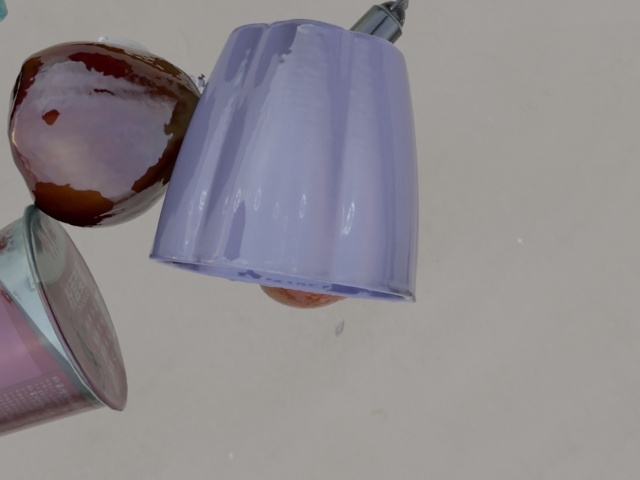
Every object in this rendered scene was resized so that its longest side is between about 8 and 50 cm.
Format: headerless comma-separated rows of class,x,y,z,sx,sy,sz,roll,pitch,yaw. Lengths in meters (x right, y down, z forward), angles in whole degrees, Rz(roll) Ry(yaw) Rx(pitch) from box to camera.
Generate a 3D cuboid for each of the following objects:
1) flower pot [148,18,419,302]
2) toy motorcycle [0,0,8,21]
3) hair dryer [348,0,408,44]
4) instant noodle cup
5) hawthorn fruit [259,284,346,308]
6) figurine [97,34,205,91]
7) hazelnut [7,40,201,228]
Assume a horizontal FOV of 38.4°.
flower pot,-0.013,-0.072,0.902,0.265,0.265,0.243,11,82,-6
toy motorcycle,-0.583,-0.360,1.425,0.296,0.198,0.109,7,130,38
hair dryer,0.098,-0.342,1.703,0.078,0.248,0.195,43,87,11
instant noodle cup,-0.327,0.101,0.954,0.178,0.235,0.235,-23,109,-3
hawthorn fruit,0.000,0.000,1.191,0.189,0.189,0.189,-1,110,-2
figurine,-0.317,-0.263,1.534,0.182,0.256,0.145,-33,139,-31
hazelnut,-0.214,-0.116,0.960,0.208,0.208,0.208,-1,110,-2
